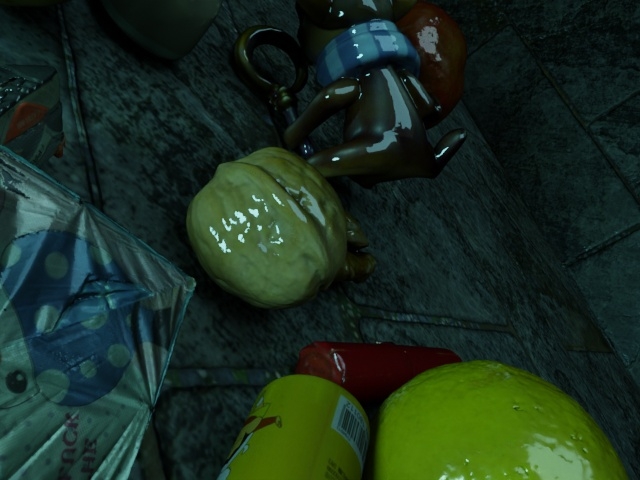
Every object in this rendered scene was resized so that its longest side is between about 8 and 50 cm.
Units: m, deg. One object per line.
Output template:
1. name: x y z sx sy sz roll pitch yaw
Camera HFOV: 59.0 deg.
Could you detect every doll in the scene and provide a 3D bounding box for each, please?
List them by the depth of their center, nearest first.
1. doll: 0.050 -0.236 0.883 0.209 0.318 0.339 175 -102 -76

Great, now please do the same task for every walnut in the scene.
1. walnut: -0.049 -0.011 0.568 0.166 0.149 0.166 4 79 -20
2. walnut: 0.000 0.000 0.718 0.170 0.069 0.143 22 40 -49

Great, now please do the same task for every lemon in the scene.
1. lemon: 0.148 0.222 0.526 0.240 0.240 0.219 48 15 -12

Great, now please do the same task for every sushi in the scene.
1. sushi: -0.177 0.052 0.396 0.044 0.046 0.083 23 41 -45

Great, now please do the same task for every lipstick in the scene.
1. lipstick: 0.082 0.156 0.669 0.280 0.073 0.073 15 46 -51

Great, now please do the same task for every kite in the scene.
1. kite: -0.185 0.059 0.323 0.314 0.011 0.335 -21 92 -57

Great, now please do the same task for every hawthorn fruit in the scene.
1. hawthorn fruit: 0.189 -0.370 1.250 0.287 0.287 0.330 46 34 -15

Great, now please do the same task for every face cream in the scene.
1. face cream: -0.048 0.229 0.336 0.105 0.105 0.348 48 28 -11

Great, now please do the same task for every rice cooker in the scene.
1. rice cooker: -0.198 -0.326 0.714 0.145 0.127 0.206 28 45 -43

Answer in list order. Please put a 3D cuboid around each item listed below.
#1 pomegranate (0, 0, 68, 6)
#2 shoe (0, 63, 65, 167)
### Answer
1. pomegranate: -0.258 -0.359 0.469 0.319 0.319 0.319 39 31 -28
2. shoe: -0.243 -0.052 0.391 0.194 0.074 0.077 -65 161 -46
